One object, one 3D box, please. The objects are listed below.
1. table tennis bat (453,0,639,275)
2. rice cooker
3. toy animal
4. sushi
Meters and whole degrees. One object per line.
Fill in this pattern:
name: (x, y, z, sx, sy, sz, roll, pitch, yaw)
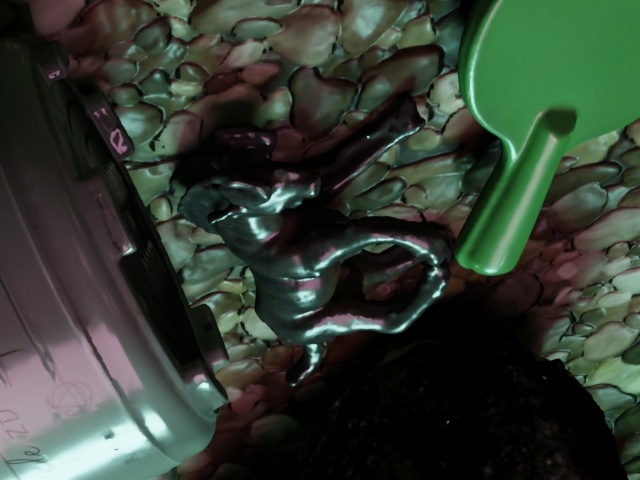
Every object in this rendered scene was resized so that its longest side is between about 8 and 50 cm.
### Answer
table tennis bat: (0.136, -0.084, 1.056, 0.160, 0.039, 0.257, 0, 129, -29)
rice cooker: (-0.182, 0.041, 0.916, 0.227, 0.280, 0.241, -25, 104, 1)
toy animal: (0.000, 0.000, 1.102, 0.148, 0.084, 0.233, -9, 147, 6)
sushi: (0.059, 0.202, 1.307, 0.211, 0.171, 0.350, 13, 133, -35)
